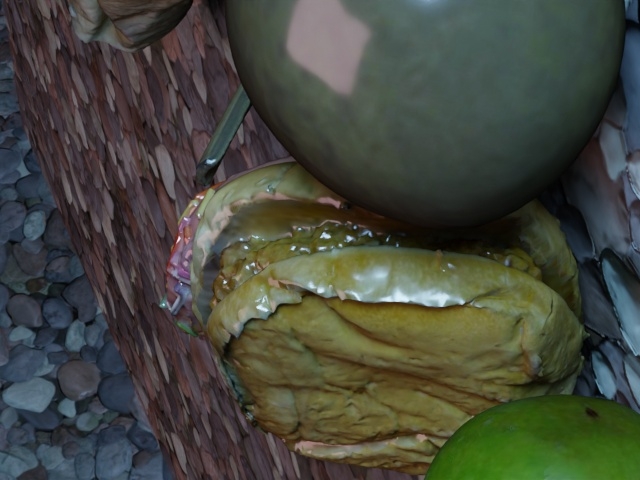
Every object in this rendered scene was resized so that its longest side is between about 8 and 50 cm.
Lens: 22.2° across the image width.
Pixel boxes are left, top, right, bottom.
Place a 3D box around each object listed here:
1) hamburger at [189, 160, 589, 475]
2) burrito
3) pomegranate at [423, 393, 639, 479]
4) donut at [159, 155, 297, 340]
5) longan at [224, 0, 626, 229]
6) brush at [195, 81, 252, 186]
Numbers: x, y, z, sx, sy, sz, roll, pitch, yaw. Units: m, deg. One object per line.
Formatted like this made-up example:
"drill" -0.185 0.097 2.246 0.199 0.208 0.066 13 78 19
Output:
"hamburger" 0.045 0.052 1.078 0.283 0.259 0.145 87 -174 -55
"burrito" -0.160 -0.286 1.568 0.135 0.190 0.332 37 171 -10
"pomegranate" 0.149 0.171 0.999 0.241 0.189 0.159 -6 -92 -73
"donut" 0.000 0.000 1.217 0.199 0.232 0.085 120 145 -53
"longan" 0.054 -0.119 0.894 0.248 0.248 0.248 162 90 -74
"brush" -0.045 -0.147 1.233 0.036 0.248 0.043 22 152 6
